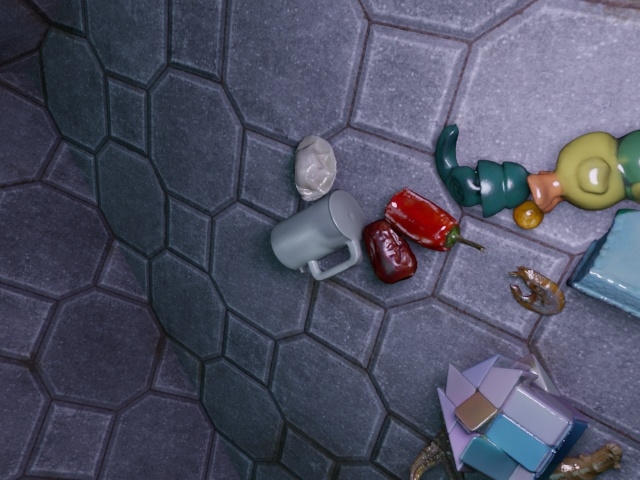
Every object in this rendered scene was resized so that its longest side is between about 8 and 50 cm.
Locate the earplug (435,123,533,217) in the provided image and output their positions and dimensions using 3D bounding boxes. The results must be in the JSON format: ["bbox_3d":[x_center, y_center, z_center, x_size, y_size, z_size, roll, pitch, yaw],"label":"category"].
[{"bbox_3d":[0.470,-0.191,1.222,0.280,0.164,0.258,3,73,22],"label":"earplug"}]

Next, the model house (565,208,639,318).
[{"bbox_3d":[0.811,0.106,1.070,0.280,0.230,0.249,30,164,25],"label":"model house"}]

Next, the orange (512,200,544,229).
[{"bbox_3d":[0.592,-0.074,1.206,0.083,0.070,0.083,9,129,11],"label":"orange"}]

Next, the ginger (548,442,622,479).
[{"bbox_3d":[0.823,0.718,1.359,0.294,0.086,0.131,-46,70,29],"label":"ginger"}]

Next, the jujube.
[{"bbox_3d":[0.235,0.037,1.453,0.155,0.155,0.230,-25,88,39],"label":"jujube"}]

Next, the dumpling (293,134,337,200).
[{"bbox_3d":[-0.020,-0.269,1.527,0.172,0.142,0.247,-8,80,20],"label":"dumpling"}]

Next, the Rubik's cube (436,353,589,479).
[{"bbox_3d":[0.580,0.541,1.303,0.387,0.358,0.368,-61,30,9],"label":"Rubik's cube"}]

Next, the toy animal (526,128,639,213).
[{"bbox_3d":[0.696,-0.173,1.022,0.338,0.216,0.191,-10,76,34],"label":"toy animal"}]

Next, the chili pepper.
[{"bbox_3d":[0.368,-0.033,1.337,0.338,0.134,0.131,33,137,25],"label":"chili pepper"}]

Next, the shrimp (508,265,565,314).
[{"bbox_3d":[0.640,0.156,1.276,0.187,0.051,0.132,46,127,8],"label":"shrimp"}]

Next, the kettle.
[{"bbox_3d":[-0.010,-0.010,1.549,0.318,0.265,0.205,-26,133,36],"label":"kettle"}]

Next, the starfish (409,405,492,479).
[{"bbox_3d":[0.499,0.852,1.607,0.383,0.132,0.398,38,112,9],"label":"starfish"}]
